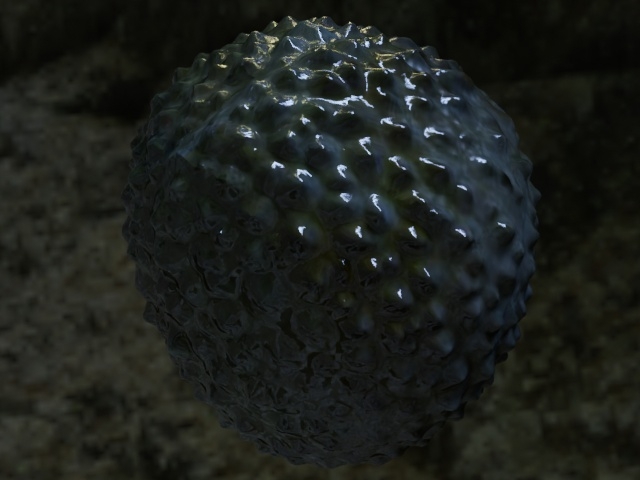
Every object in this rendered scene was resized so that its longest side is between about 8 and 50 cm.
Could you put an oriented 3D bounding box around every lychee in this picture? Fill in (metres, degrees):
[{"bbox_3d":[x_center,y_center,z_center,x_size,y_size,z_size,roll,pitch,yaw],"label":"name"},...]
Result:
[{"bbox_3d":[0.000,0.000,0.993,0.255,0.274,0.255,-14,-114,35],"label":"lychee"}]
